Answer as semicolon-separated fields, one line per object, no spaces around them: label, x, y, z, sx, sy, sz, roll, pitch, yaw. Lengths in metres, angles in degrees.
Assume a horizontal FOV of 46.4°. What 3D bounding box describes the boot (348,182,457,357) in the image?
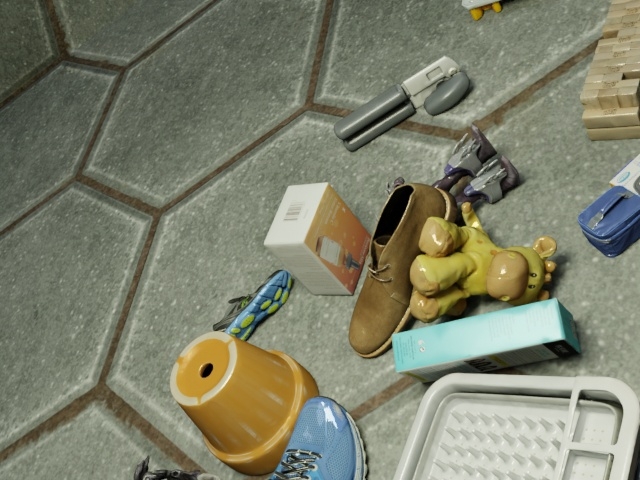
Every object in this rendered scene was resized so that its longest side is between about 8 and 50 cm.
boot;0.102;0.046;1.198;0.112;0.115;0.305;32;103;41

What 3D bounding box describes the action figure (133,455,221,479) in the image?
action figure;-0.209;0.426;1.149;0.276;0.141;0.164;-6;56;32

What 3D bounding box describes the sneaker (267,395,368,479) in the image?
sneaker;-0.031;0.369;1.055;0.130;0.147;0.329;-9;50;31

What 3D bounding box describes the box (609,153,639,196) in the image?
box;0.507;-0.087;1.130;0.081;0.028;0.136;-43;43;-1

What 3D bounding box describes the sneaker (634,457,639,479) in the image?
sneaker;0.443;0.206;0.837;0.131;0.148;0.349;6;59;40

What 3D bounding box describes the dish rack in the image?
dish rack;0.232;0.306;0.922;0.333;0.072;0.285;-9;50;51

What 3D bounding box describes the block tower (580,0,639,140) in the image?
block tower;0.532;-0.328;1.269;0.097;0.091;0.335;3;58;37

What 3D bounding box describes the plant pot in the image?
plant pot;-0.136;0.247;1.206;0.205;0.188;0.205;-20;46;22

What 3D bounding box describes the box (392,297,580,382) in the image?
box;0.234;0.148;1.071;0.244;0.100;0.060;-16;64;25

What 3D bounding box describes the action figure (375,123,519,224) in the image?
action figure;0.195;-0.059;1.288;0.285;0.099;0.185;-42;56;7

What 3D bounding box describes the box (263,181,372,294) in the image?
box;0.000;0.000;1.327;0.091;0.170;0.130;-3;54;37

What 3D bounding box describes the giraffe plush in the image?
giraffe plush;0.256;0.050;1.129;0.171;0.181;0.210;19;33;34

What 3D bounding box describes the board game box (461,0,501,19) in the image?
board game box;0.513;-0.660;1.596;0.390;0.050;0.389;-8;51;31

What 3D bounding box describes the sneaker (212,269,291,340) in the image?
sneaker;-0.133;0.120;1.403;0.188;0.067;0.078;-45;48;0

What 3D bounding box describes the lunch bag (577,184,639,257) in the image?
lunch bag;0.438;-0.033;1.107;0.098;0.065;0.067;-42;42;1

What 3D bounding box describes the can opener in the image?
can opener;0.164;-0.265;1.503;0.284;0.076;0.095;-32;42;13
